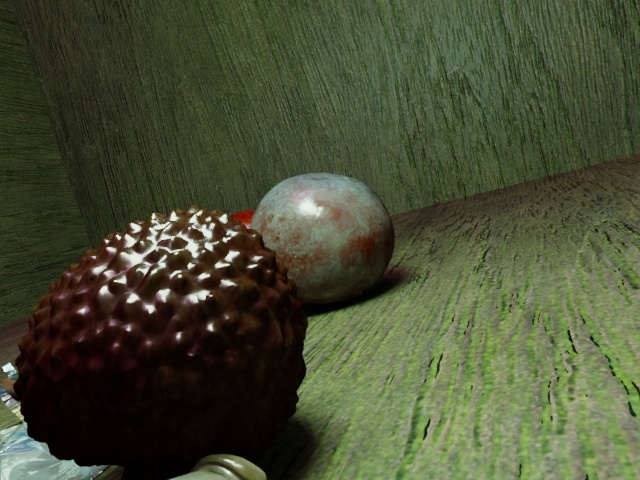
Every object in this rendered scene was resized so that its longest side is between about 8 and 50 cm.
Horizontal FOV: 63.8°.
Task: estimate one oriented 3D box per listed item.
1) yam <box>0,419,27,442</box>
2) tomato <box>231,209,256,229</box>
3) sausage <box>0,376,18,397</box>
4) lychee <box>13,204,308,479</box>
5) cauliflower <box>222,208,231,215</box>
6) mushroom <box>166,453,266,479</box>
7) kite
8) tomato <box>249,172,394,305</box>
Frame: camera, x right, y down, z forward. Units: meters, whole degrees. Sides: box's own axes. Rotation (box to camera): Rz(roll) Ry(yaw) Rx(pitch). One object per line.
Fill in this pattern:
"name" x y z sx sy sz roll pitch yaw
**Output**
"yam" -0.334 0.243 0.766 0.061 0.061 0.274 -12 6 34
"tomato" -0.180 0.044 1.329 0.265 0.264 0.265 -16 6 2
"sausage" -0.618 0.302 1.060 0.186 0.043 0.043 -11 7 39
"lychee" -0.148 0.113 0.525 0.276 0.304 0.275 8 -16 3
"cauliflower" -0.194 0.006 1.665 0.315 0.239 0.256 28 -8 -14
"mushroom" -0.174 0.231 0.292 0.351 0.097 0.109 -15 7 -40
"kite" -0.386 0.235 0.659 0.310 0.015 0.169 12 19 28
"tomato" 0.000 0.000 1.119 0.317 0.282 0.316 -4 18 1
